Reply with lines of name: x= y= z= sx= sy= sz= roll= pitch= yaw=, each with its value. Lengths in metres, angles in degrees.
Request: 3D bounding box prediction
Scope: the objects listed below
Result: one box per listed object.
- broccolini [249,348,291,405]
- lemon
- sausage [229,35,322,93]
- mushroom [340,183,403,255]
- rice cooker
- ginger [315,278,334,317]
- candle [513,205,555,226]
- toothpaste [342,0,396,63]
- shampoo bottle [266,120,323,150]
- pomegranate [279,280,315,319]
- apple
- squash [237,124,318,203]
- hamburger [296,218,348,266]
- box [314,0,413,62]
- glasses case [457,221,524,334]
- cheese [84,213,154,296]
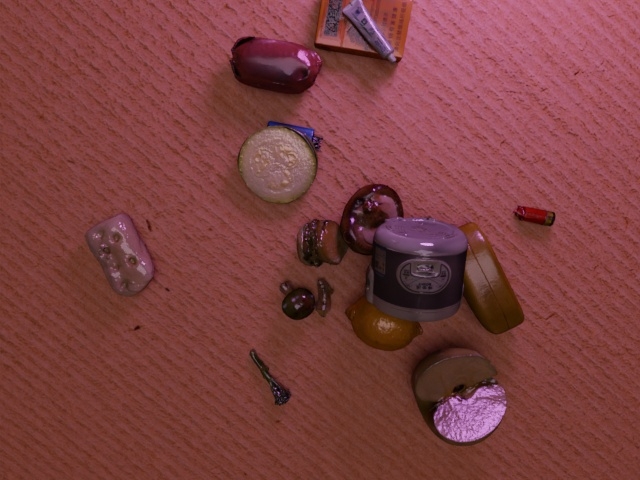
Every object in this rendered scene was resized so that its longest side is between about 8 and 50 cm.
broccolini: x=-0.178 y=0.470 z=1.659 sx=0.067 sy=0.058 sz=0.216 roll=-31 pitch=96 yaw=8
lemon: x=0.203 y=0.259 z=1.557 sx=0.257 sy=0.188 sz=0.188 roll=17 pitch=98 yaw=4
sausage: x=-0.137 y=-0.533 z=1.470 sx=0.280 sy=0.152 sz=0.152 roll=9 pitch=98 yaw=1
mushroom: x=0.159 y=-0.065 z=1.535 sx=0.194 sy=0.138 sz=0.231 roll=39 pitch=82 yaw=-39
rice cooker: x=0.280 y=0.088 z=1.417 sx=0.289 sy=0.288 sz=0.276 roll=3 pitch=109 yaw=0
ginger: x=0.012 y=0.197 z=1.626 sx=0.058 sy=0.044 sz=0.137 roll=4 pitch=97 yaw=19
candle: x=0.689 y=-0.081 z=1.570 sx=0.131 sy=0.052 sz=0.051 roll=11 pitch=98 yaw=1
toothpaste: x=0.153 y=-0.617 z=1.435 sx=0.064 sy=0.041 sz=0.218 roll=-38 pitch=92 yaw=12
shampoo bottle: x=-0.084 y=-0.323 z=1.547 sx=0.183 sy=0.050 sz=0.087 roll=11 pitch=101 yaw=-1
pomegranate: x=-0.082 y=0.195 z=1.601 sx=0.114 sy=0.114 sz=0.142 roll=-42 pitch=70 yaw=6
apple: x=0.439 y=0.494 z=1.566 sx=0.258 sy=0.233 sz=0.295 roll=-25 pitch=79 yaw=-9
squash: x=-0.132 y=-0.244 z=1.534 sx=0.252 sy=0.049 sz=0.251 roll=2 pitch=110 yaw=4
hamburger: x=0.000 y=0.000 z=1.551 sx=0.131 sy=0.184 sz=0.159 roll=-8 pitch=132 yaw=39
box: x=0.129 y=-0.662 z=1.484 sx=0.274 sy=0.076 sz=0.174 roll=10 pitch=97 yaw=0
glasses case: x=0.513 y=0.132 z=1.541 sx=0.141 sy=0.173 sz=0.371 roll=-28 pitch=97 yaw=8
cheese: x=-0.654 y=0.054 z=1.591 sx=0.159 sy=0.093 sz=0.262 roll=-26 pitch=97 yaw=6
